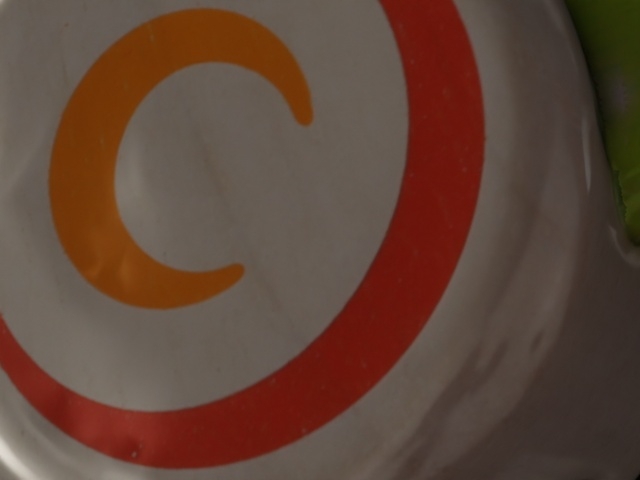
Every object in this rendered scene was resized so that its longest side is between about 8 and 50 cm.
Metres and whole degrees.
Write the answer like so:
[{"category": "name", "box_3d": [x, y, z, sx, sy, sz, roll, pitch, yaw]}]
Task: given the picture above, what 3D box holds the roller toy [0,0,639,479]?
[{"category": "roller toy", "box_3d": [0.000, 0.000, 0.477, 0.209, 0.191, 0.146, 25, -2, 30]}]
